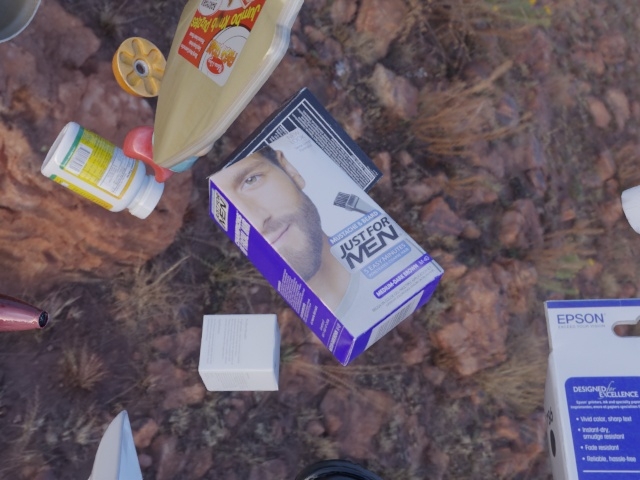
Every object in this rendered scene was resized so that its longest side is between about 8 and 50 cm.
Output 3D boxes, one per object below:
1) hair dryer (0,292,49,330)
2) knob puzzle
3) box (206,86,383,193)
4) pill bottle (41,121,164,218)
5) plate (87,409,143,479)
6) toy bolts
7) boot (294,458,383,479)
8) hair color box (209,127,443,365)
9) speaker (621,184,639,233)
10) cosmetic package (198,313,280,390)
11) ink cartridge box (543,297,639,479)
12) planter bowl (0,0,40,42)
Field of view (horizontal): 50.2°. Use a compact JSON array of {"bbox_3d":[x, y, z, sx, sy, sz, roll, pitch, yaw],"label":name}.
[{"bbox_3d":[-0.680,0.168,1.314,0.294,0.223,0.080,-9,118,-26],"label":"hair dryer"},{"bbox_3d":[-0.053,-0.131,0.437,0.030,0.213,0.213,22,55,-32],"label":"knob puzzle"},{"bbox_3d":[-0.065,-0.156,1.677,0.296,0.183,0.294,47,70,-14],"label":"box"},{"bbox_3d":[-0.413,-0.127,1.313,0.208,0.118,0.117,31,50,-28],"label":"pill bottle"},{"bbox_3d":[-0.181,0.343,0.615,0.278,0.045,0.277,-118,-157,-68],"label":"plate"},{"bbox_3d":[-0.229,-0.227,1.122,0.218,0.159,0.228,38,56,-39],"label":"toy bolts"},{"bbox_3d":[0.059,0.329,0.568,0.246,0.094,0.207,58,8,-12],"label":"boot"},{"bbox_3d":[0.000,0.000,1.051,0.185,0.110,0.339,-34,67,-26],"label":"hair color box"},{"bbox_3d":[0.404,-0.053,0.743,0.055,0.136,0.055,21,58,-37],"label":"speaker"},{"bbox_3d":[-0.197,0.282,1.712,0.184,0.151,0.151,0,59,1],"label":"cosmetic package"},{"bbox_3d":[0.265,0.204,0.510,0.065,0.166,0.332,74,17,-61],"label":"ink cartridge box"},{"bbox_3d":[-0.372,-0.284,0.677,0.162,0.109,0.162,12,90,-72],"label":"planter bowl"}]
